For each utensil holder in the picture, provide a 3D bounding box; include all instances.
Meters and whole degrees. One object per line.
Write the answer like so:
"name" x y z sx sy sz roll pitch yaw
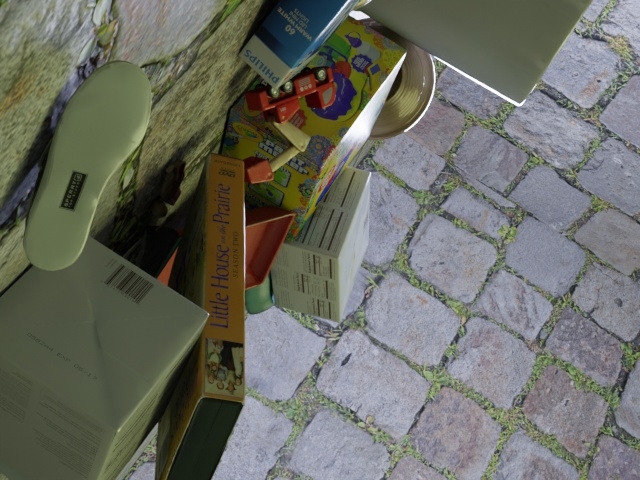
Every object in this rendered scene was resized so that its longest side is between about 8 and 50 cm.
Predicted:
"utensil holder" 0.281 -0.470 1.774 0.327 0.385 0.327 -57 177 -5

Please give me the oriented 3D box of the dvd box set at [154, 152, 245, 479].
"dvd box set" -0.169 0.129 1.380 0.307 0.062 0.420 114 -20 -43

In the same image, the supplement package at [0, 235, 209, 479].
"supplement package" -0.294 0.168 1.192 0.198 0.199 0.262 -54 175 -43

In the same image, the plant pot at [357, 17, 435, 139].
"plant pot" 0.102 -0.311 1.884 0.237 0.237 0.110 -57 178 7

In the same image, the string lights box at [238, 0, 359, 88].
"string lights box" 0.006 -0.343 1.376 0.259 0.077 0.133 -47 -178 32

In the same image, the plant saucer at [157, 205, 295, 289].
"plant saucer" -0.194 0.034 1.707 0.259 0.047 0.258 -16 156 -26

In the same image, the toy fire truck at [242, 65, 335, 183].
"toy fire truck" -0.053 -0.176 1.483 0.192 0.135 0.047 -25 -157 -29

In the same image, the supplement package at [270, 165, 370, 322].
"supplement package" 0.000 0.000 1.916 0.262 0.145 0.204 88 19 -59

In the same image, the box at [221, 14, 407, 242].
"box" -0.025 -0.202 1.705 0.290 0.177 0.279 -55 174 -27

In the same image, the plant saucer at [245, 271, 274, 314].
"plant saucer" -0.082 0.002 2.008 0.317 0.044 0.317 14 90 -79

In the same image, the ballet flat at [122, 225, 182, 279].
"ballet flat" -0.277 0.063 1.465 0.074 0.074 0.203 113 1 -68

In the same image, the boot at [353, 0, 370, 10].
"boot" 0.097 -0.482 1.533 0.262 0.095 0.203 -55 175 -6

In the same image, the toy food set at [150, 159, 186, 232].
"toy food set" -0.225 -0.074 1.453 0.078 0.019 0.122 -52 166 -53

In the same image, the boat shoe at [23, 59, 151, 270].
"boat shoe" -0.236 -0.080 0.960 0.219 0.078 0.070 -61 -150 10
